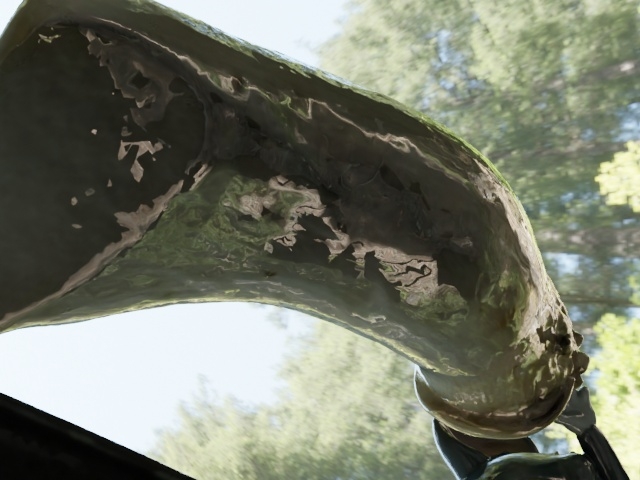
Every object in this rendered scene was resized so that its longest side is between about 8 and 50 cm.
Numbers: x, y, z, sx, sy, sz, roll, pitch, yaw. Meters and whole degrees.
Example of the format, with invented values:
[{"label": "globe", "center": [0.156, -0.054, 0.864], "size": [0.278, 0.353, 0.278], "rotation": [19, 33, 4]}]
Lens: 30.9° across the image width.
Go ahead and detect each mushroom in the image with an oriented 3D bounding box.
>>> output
[{"label": "mushroom", "center": [0.001, 0.000, 0.601], "size": [0.397, 0.126, 0.177], "rotation": [15, -76, -30]}]

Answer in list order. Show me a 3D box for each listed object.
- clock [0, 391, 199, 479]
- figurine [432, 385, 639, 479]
[{"label": "clock", "center": [-0.137, 0.053, 0.216], "size": [0.386, 0.386, 0.076], "rotation": [23, -98, -14]}, {"label": "figurine", "center": [0.226, 0.215, 0.970], "size": [0.265, 0.140, 0.193], "rotation": [-3, -108, -29]}]
